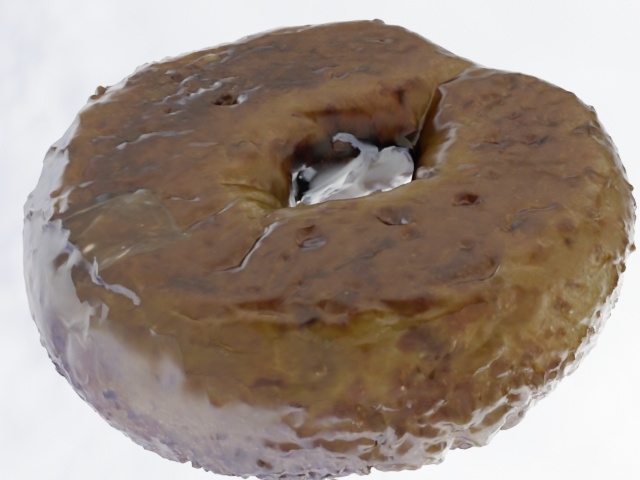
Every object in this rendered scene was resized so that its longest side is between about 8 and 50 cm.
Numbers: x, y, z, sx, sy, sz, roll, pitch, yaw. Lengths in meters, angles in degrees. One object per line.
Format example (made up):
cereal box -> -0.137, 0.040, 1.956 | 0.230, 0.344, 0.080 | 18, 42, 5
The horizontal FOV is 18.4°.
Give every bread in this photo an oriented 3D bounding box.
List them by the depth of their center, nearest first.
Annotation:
bread -> 0.000, 0.000, 0.585 | 0.193, 0.064, 0.193 | -4, -142, 3

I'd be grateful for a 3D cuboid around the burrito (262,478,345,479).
burrito -> 0.039, 0.206, 1.484 | 0.185, 0.041, 0.045 | 11, -131, -12
